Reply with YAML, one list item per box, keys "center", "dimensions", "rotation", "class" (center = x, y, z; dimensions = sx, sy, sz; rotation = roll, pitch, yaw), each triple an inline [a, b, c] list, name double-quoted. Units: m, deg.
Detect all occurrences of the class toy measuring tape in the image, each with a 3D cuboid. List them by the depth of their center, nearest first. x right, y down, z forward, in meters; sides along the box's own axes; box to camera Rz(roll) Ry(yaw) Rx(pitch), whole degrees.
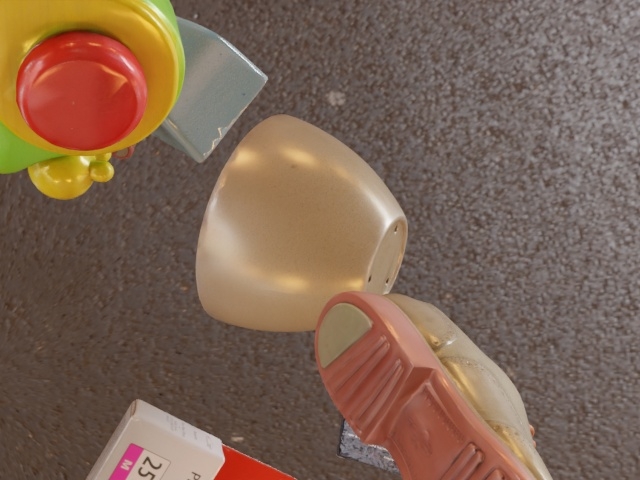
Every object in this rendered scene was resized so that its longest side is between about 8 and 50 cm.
- center: [-0.125, -0.154, 0.451]
  dimensions: [0.121, 0.330, 0.121]
  rotation: [7, 41, -6]
  class: "toy measuring tape"

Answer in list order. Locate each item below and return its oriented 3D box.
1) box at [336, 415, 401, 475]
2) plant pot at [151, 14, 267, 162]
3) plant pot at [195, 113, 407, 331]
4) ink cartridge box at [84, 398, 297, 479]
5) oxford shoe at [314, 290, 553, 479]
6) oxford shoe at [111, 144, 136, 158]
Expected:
- center: [0.117, 0.237, 1.193]
  dimensions: [0.156, 0.093, 0.158]
  rotation: [14, 110, 18]
  class: "box"
- center: [-0.322, -0.368, 1.859]
  dimensions: [0.248, 0.247, 0.252]
  rotation: [-53, 139, -7]
  class: "plant pot"
- center: [0.000, 0.000, 1.094]
  dimensions: [0.191, 0.284, 0.284]
  rotation: [19, 71, 20]
  class: "plant pot"
- center: [-0.192, 0.367, 1.050]
  dimensions: [0.239, 0.060, 0.275]
  rotation: [30, 95, -14]
  class: "ink cartridge box"
- center: [0.151, 0.192, 0.725]
  dimensions: [0.147, 0.140, 0.397]
  rotation: [-3, 51, -41]
  class: "oxford shoe"
- center: [-0.496, -0.326, 1.804]
  dimensions: [0.348, 0.123, 0.130]
  rotation: [48, 49, -5]
  class: "oxford shoe"
